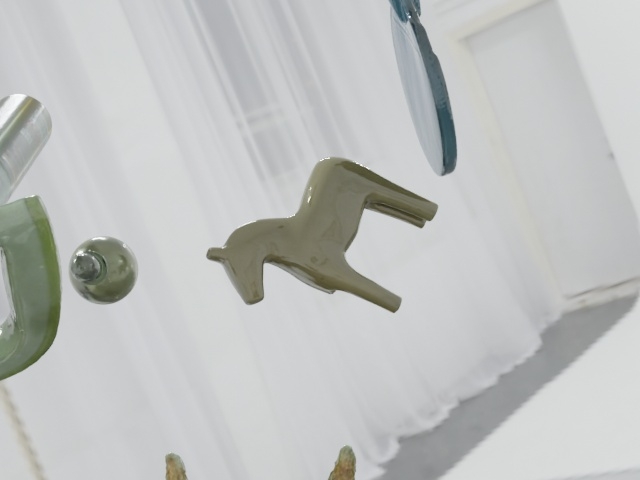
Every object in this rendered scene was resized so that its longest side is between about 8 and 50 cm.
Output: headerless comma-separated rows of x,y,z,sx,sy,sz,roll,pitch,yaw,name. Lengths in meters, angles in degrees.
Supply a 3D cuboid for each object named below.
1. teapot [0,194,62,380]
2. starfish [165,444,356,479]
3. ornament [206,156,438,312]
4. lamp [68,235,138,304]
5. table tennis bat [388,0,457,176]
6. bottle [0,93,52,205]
-0.405,0.062,0.959,0.322,0.240,0.239,-41,-29,-27,teapot
-0.083,0.330,0.859,0.347,0.357,0.078,-27,29,-17,starfish
0.000,0.000,1.376,0.230,0.245,0.061,-68,10,-23,ornament
-0.286,0.038,1.426,0.091,0.091,0.163,-22,-2,0,lamp
0.118,-0.230,1.394,0.044,0.329,0.215,-17,32,0,table tennis bat
-0.390,-0.093,1.327,0.082,0.082,0.286,-21,23,10,bottle
